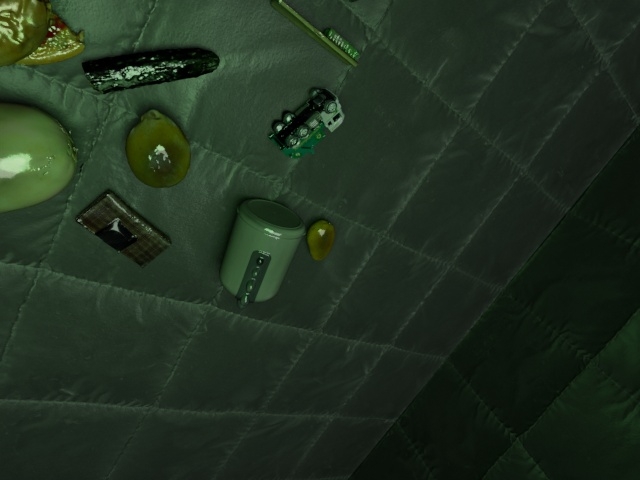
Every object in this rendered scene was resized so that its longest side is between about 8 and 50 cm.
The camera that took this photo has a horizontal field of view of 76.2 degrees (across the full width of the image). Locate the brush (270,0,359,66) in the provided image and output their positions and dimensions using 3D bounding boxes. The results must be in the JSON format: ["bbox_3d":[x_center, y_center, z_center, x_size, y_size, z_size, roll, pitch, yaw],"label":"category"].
[{"bbox_3d":[-0.002,-0.549,1.069,0.282,0.054,0.048,20,101,-37],"label":"brush"}]

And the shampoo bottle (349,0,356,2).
[{"bbox_3d":[0.063,-0.704,0.999,0.057,0.064,0.208,-26,132,3],"label":"shampoo bottle"}]

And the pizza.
[{"bbox_3d":[-0.590,-0.453,0.808,0.187,0.062,0.199,-19,126,-19],"label":"pizza"}]

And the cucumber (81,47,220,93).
[{"bbox_3d":[-0.381,-0.402,0.946,0.303,0.081,0.073,-18,99,-17],"label":"cucumber"}]

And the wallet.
[{"bbox_3d":[-0.539,-0.025,1.133,0.124,0.042,0.230,-41,133,-2],"label":"wallet"}]

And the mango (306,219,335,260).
[{"bbox_3d":[0.000,0.000,1.422,0.103,0.076,0.161,-15,130,-25],"label":"mango"}]

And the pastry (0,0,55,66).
[{"bbox_3d":[-0.633,-0.408,0.688,0.310,0.161,0.255,-28,111,-18],"label":"pastry"}]

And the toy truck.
[{"bbox_3d":[-0.033,-0.325,1.172,0.216,0.110,0.116,-42,144,1],"label":"toy truck"}]

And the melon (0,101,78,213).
[{"bbox_3d":[-0.677,-0.168,0.846,0.316,0.223,0.223,-17,127,-18],"label":"melon"}]

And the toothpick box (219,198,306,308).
[{"bbox_3d":[-0.193,0.057,1.254,0.228,0.229,0.317,9,116,-33],"label":"toothpick box"}]

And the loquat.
[{"bbox_3d":[-0.400,-0.224,1.011,0.151,0.152,0.195,-9,133,-23],"label":"loquat"}]
